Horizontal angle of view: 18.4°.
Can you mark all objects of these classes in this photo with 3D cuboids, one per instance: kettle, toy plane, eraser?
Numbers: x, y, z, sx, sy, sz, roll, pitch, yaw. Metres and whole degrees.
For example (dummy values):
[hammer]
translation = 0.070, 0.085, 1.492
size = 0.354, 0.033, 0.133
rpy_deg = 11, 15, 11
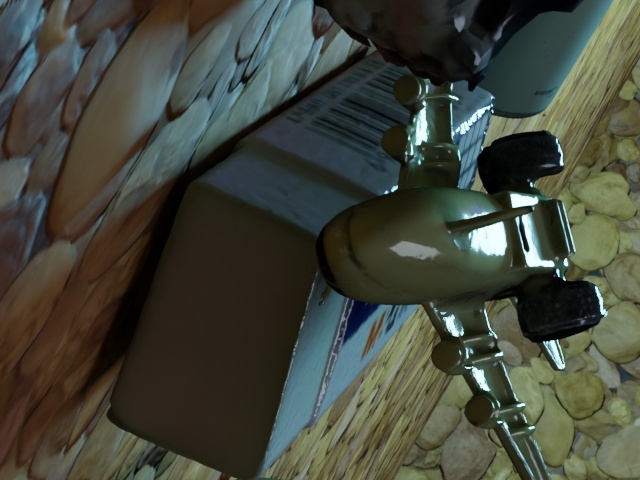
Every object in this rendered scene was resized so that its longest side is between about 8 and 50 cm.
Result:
[kettle]
translation = 0.122, -0.148, 1.167
size = 0.148, 0.098, 0.127
rpy_deg = -63, 177, 38
[toy plane]
translation = 0.063, 0.003, 0.837
size = 0.244, 0.092, 0.229
rpy_deg = 13, 64, -73
[eraser]
translation = 0.000, 0.000, 0.963
size = 0.287, 0.086, 0.130
rpy_deg = -40, 151, -65

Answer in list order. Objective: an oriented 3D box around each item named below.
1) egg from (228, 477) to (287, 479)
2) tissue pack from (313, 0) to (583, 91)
[egg]
translation = -0.058, 0.242, 1.085
size = 0.241, 0.186, 0.186
rpy_deg = -52, 169, -23
[tissue pack]
translation = 0.125, -0.237, 0.806
size = 0.332, 0.123, 0.245
rpy_deg = -54, 167, -35
